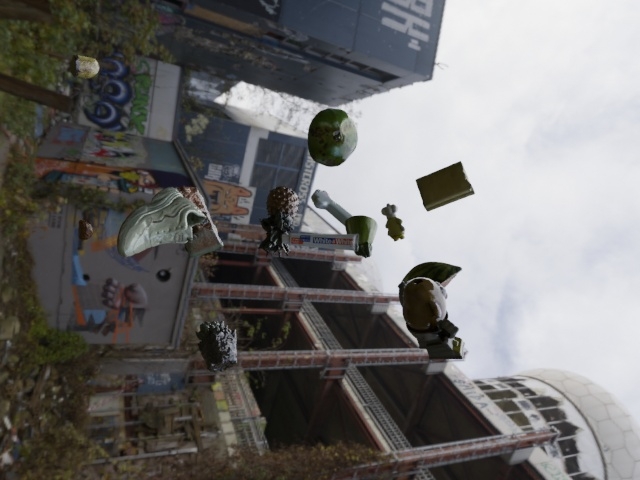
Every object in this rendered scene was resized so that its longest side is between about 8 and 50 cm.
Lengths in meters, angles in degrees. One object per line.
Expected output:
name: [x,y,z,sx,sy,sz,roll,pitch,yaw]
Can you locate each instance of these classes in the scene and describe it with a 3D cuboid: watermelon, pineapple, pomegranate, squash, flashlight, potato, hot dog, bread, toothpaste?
watermelon: [0.398,0.202,1.653,0.303,0.159,0.128,-58,-174,30]
watermelon: [-0.544,-0.083,1.909,0.264,0.151,0.302,67,-25,15]
pineapple: [-0.188,-0.075,1.868,0.165,0.165,0.365,-50,-156,47]
pomegranate: [0.033,-0.255,1.072,0.169,0.122,0.143,-14,103,-86]
squash: [0.123,0.005,1.300,0.105,0.105,0.132,-44,-145,51]
flashlight: [0.053,-0.105,1.509,0.047,0.200,0.093,-50,-176,35]
potato: [-0.922,-0.677,1.688,0.096,0.103,0.066,-27,-99,49]
hot dog: [-0.872,-0.040,1.580,0.058,0.035,0.083,35,-55,12]
bread: [0.438,-0.193,1.517,0.178,0.060,0.139,-23,-112,19]
toothpaste: [0.000,0.000,1.211,0.033,0.218,0.052,156,-63,-87]

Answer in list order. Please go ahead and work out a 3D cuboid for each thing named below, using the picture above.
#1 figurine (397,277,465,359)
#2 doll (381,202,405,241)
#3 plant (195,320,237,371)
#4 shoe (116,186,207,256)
figurine: [0.367,0.253,1.450,0.342,0.167,0.285,8,-49,56]
doll: [0.304,-0.078,1.777,0.106,0.062,0.162,-20,-93,56]
plant: [-0.394,0.395,1.640,0.132,0.129,0.194,-41,-121,29]
shoe: [-0.563,-0.045,1.552,0.342,0.210,0.132,-57,172,-41]
